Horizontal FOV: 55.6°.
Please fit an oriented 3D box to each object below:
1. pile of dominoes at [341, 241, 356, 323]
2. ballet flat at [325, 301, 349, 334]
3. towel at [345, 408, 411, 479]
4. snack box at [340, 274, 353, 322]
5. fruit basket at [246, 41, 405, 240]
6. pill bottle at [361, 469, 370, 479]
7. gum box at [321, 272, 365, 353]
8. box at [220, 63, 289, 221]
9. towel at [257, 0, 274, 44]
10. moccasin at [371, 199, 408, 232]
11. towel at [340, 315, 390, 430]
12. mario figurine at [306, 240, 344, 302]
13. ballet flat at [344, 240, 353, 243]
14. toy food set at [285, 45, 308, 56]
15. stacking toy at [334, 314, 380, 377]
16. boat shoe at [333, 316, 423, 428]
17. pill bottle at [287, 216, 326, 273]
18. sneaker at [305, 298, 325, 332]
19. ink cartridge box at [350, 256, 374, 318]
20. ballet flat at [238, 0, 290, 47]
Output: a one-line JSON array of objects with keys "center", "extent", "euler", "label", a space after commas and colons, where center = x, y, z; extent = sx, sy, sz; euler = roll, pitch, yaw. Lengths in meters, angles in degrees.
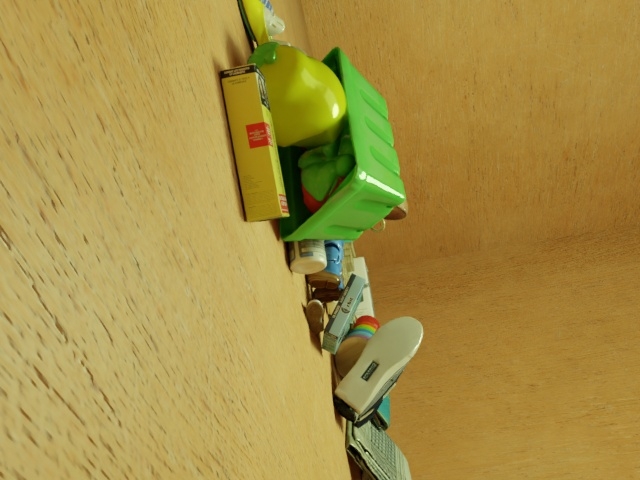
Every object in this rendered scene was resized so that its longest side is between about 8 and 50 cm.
[{"center": [0.098, 0.111, 1.954], "extent": [0.196, 0.040, 0.251], "euler": [72, 10, -49], "label": "pile of dominoes"}, {"center": [0.049, 0.217, 1.816], "extent": [0.070, 0.070, 0.188], "euler": [-91, 166, -58], "label": "ballet flat"}, {"center": [0.185, 0.651, 1.845], "extent": [0.312, 0.056, 0.324], "euler": [55, 11, -8], "label": "towel"}, {"center": [0.053, 0.121, 2.005], "extent": [0.187, 0.060, 0.321], "euler": [54, 26, -78], "label": "snack box"}, {"center": [-0.026, -0.212, 1.184], "extent": [0.392, 0.283, 0.392], "euler": [25, 46, -28], "label": "fruit basket"}, {"center": [0.194, 0.761, 2.025], "extent": [0.208, 0.118, 0.117], "euler": [-83, 162, -71], "label": "pill bottle"}, {"center": [0.055, 0.183, 1.484], "extent": [0.157, 0.041, 0.184], "euler": [-62, 170, -22], "label": "gum box"}, {"center": [-0.100, -0.146, 0.941], "extent": [0.087, 0.058, 0.232], "euler": [-6, 86, -85], "label": "box"}, {"center": [-0.143, -0.567, 1.344], "extent": [0.336, 0.040, 0.243], "euler": [73, 10, -53], "label": "towel"}, {"center": [0.080, -0.082, 1.470], "extent": [0.380, 0.139, 0.146], "euler": [9, 68, -50], "label": "moccasin"}, {"center": [0.155, 0.429, 2.050], "extent": [0.271, 0.040, 0.370], "euler": [55, 18, -18], "label": "towel"}, {"center": [0.000, 0.000, 1.598], "extent": [0.198, 0.170, 0.320], "euler": [-47, -151, 50], "label": "mario figurine"}, {"center": [0.038, -0.116, 2.153], "extent": [0.124, 0.116, 0.342], "euler": [-132, -156, -63], "label": "ballet flat"}, {"center": [-0.065, -0.318, 1.528], "extent": [0.220, 0.093, 0.306], "euler": [-143, -136, -80], "label": "toy food set"}, {"center": [0.131, 0.322, 1.916], "extent": [0.330, 0.141, 0.141], "euler": [-52, 132, -77], "label": "stacking toy"}, {"center": [0.163, 0.369, 1.702], "extent": [0.127, 0.340, 0.158], "euler": [35, -26, 27], "label": "boat shoe"}, {"center": [-0.032, -0.005, 1.279], "extent": [0.078, 0.078, 0.137], "euler": [68, 14, -65], "label": "pill bottle"}, {"center": [-0.011, 0.154, 1.393], "extent": [0.118, 0.042, 0.067], "euler": [85, 4, -50], "label": "sneaker"}, {"center": [0.144, 0.237, 2.390], "extent": [0.211, 0.122, 0.289], "euler": [68, 14, -66], "label": "ink cartridge box"}, {"center": [-0.105, -0.417, 1.259], "extent": [0.077, 0.077, 0.231], "euler": [-92, 170, -48], "label": "ballet flat"}]
